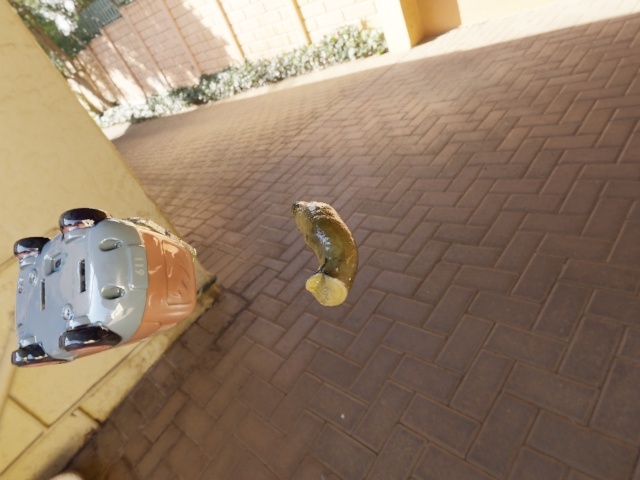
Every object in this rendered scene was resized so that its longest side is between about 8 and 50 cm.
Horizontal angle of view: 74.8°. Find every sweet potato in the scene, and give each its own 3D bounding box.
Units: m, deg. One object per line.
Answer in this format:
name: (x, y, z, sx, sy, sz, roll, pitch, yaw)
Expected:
sweet potato: (-0.004, -0.004, 0.749, 0.112, 0.085, 0.286, -42, 41, 10)

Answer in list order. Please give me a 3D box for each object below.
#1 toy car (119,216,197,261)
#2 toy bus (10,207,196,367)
toy car: (-0.443, 0.009, 1.052, 0.124, 0.256, 0.101, -54, 23, -1)
toy bus: (-0.330, 0.080, 0.663, 0.287, 0.232, 0.194, -22, 73, 30)
